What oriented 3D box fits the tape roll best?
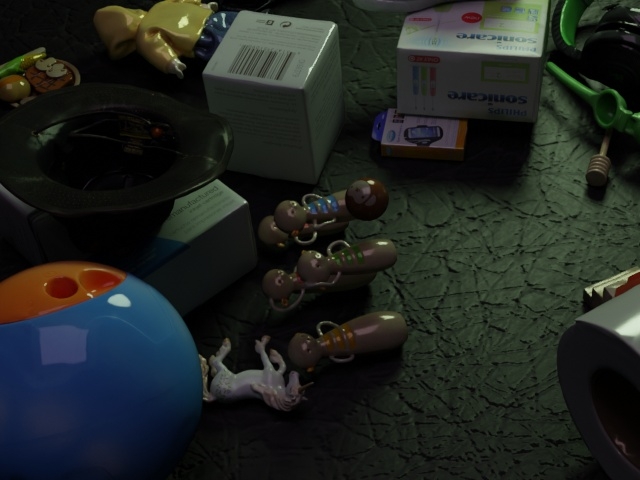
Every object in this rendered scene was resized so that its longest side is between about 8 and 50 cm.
[{"bbox_3d":[0.397,0.162,1.394,0.169,0.246,0.246,-25,49,-18],"label":"tape roll"}]

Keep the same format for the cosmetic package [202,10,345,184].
[{"bbox_3d":[-0.061,-0.202,1.824,0.151,0.184,0.151,11,49,16],"label":"cosmetic package"}]

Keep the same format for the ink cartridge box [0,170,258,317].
[{"bbox_3d":[-0.269,-0.029,1.716,0.223,0.129,0.307,-36,53,-25],"label":"ink cartridge box"}]

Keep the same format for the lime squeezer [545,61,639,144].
[{"bbox_3d":[0.445,-0.186,1.822,0.310,0.059,0.110,25,47,21],"label":"lime squeezer"}]

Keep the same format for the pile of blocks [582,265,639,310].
[{"bbox_3d":[0.513,0.043,1.586,0.362,0.113,0.149,-3,47,2],"label":"pile of blocks"}]

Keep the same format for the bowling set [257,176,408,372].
[{"bbox_3d":[0.000,0.000,1.617,0.154,0.200,0.287,-12,43,-15],"label":"bowling set"}]

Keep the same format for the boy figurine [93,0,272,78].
[{"bbox_3d":[-0.221,-0.315,2.012,0.285,0.092,0.177,3,47,9],"label":"boy figurine"}]

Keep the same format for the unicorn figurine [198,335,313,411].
[{"bbox_3d":[-0.078,0.168,1.569,0.162,0.060,0.111,-17,46,11],"label":"unicorn figurine"}]

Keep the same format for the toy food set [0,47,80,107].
[{"bbox_3d":[-0.441,-0.248,2.003,0.132,0.038,0.192,-32,52,-23],"label":"toy food set"}]

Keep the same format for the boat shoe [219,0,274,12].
[{"bbox_3d":[-0.079,-0.420,2.121,0.183,0.065,0.083,-8,47,7],"label":"boat shoe"}]

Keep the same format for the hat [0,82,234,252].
[{"bbox_3d":[-0.263,-0.070,1.574,0.331,0.134,0.331,6,31,-3],"label":"hat"}]

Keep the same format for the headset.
[{"bbox_3d":[0.480,-0.336,1.850,0.243,0.185,0.394,-48,37,0],"label":"headset"}]

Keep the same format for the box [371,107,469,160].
[{"bbox_3d":[0.145,-0.155,1.868,0.136,0.028,0.081,3,46,12],"label":"box"}]

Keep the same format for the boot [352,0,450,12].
[{"bbox_3d":[0.170,-0.411,1.862,0.258,0.123,0.095,-9,41,-4],"label":"boot"}]

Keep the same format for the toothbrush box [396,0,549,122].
[{"bbox_3d":[0.236,-0.308,1.925,0.206,0.122,0.283,6,43,11],"label":"toothbrush box"}]

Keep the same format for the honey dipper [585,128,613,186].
[{"bbox_3d":[0.406,-0.140,1.827,0.030,0.030,0.161,11,47,15],"label":"honey dipper"}]

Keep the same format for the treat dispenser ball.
[{"bbox_3d":[-0.275,0.165,1.424,0.288,0.288,0.288,-3,46,3],"label":"treat dispenser ball"}]
